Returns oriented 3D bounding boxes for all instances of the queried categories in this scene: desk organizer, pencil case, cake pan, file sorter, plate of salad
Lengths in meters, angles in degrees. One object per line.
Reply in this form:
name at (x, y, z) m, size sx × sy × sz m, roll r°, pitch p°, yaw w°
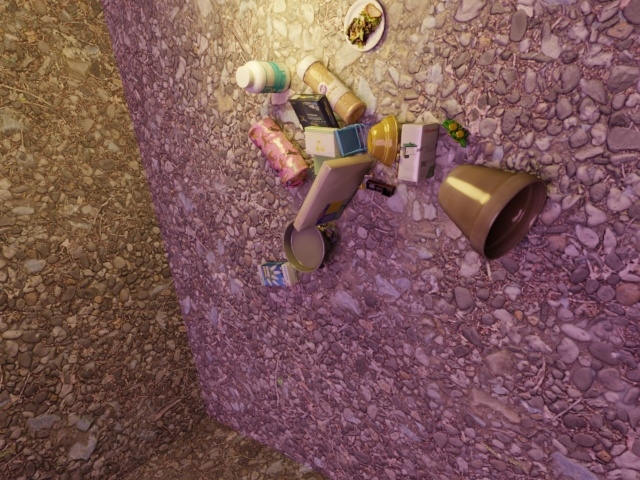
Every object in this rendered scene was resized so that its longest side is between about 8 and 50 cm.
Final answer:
desk organizer at (0.268, -0.238, 1.840) m, size 0.130 × 0.050 × 0.047 m, roll 19°, pitch 119°, yaw 18°
pencil case at (-0.216, -0.457, 2.118) m, size 0.386 × 0.167 × 0.160 m, roll 54°, pitch 164°, yaw 10°
cake pan at (-0.079, 0.025, 2.127) m, size 0.292 × 0.054 × 0.294 m, roll 10°, pitch 106°, yaw 39°
file sorter at (0.165, -0.450, 1.787) m, size 0.104 × 0.170 × 0.118 m, roll -11°, pitch 99°, yaw 40°
plate of salad at (0.175, -0.899, 1.689) m, size 0.199 × 0.048 × 0.200 m, roll 16°, pitch 117°, yaw 35°

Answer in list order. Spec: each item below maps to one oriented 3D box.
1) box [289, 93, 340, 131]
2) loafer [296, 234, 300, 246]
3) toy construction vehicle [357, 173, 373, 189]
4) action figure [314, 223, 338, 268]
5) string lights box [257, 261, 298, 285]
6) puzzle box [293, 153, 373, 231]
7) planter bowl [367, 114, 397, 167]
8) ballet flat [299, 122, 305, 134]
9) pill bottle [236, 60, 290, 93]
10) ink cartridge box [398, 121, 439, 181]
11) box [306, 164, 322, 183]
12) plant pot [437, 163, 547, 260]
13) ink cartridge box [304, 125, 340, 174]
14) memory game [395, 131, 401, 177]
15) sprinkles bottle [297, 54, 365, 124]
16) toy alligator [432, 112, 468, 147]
box at (-0.029, -0.586, 1.887) m, size 0.232 × 0.059 × 0.184 m, roll 26°, pitch 153°, yaw 48°
loafer at (-0.094, 0.045, 2.265) m, size 0.087 × 0.094 × 0.252 m, roll 12°, pitch 117°, yaw -1°
toy construction vehicle at (0.206, -0.278, 1.908) m, size 0.098 × 0.035 × 0.086 m, roll 14°, pitch 115°, yaw 36°
action figure at (0.000, 0.000, 2.153) m, size 0.185 × 0.099 × 0.286 m, roll 30°, pitch 120°, yaw 37°
string lights box at (-0.259, 0.201, 2.455) m, size 0.259 × 0.076 × 0.134 m, roll -5°, pitch 102°, yaw 41°
puzzle box at (0.051, -0.216, 1.876) m, size 0.052 × 0.271 × 0.409 m, roll 52°, pitch 137°, yaw 21°
planter bowl at (0.249, -0.414, 1.696) m, size 0.217 × 0.090 × 0.218 m, roll 178°, pitch 90°, yaw -84°
ballet flat at (-0.075, -0.552, 2.039) m, size 0.041 × 0.041 × 0.115 m, roll -31°, pitch 86°, yaw 43°
pill bottle at (-0.281, -0.791, 1.968) m, size 0.146 × 0.264 × 0.147 m, roll 16°, pitch 116°, yaw 36°
ink cartridge box at (0.395, -0.361, 1.632) m, size 0.092 × 0.160 × 0.220 m, roll 16°, pitch 115°, yaw 35°
box at (0.037, -0.319, 1.997) m, size 0.155 × 0.093 × 0.159 m, roll -31°, pitch 86°, yaw 43°
plant pot at (0.597, -0.135, 1.482) m, size 0.280 × 0.322 × 0.324 m, roll 43°, pitch 131°, yaw 41°
ink cartridge box at (0.014, -0.400, 1.867) m, size 0.171 × 0.056 × 0.235 m, roll 17°, pitch 122°, yaw 35°
memory game at (0.324, -0.357, 1.687) m, size 0.012 × 0.186 × 0.187 m, roll 5°, pitch 112°, yaw 10°
sprinkles bottle at (0.048, -0.681, 1.831) m, size 0.355 × 0.121 × 0.121 m, roll 48°, pitch 130°, yaw 15°
toy alligator at (0.517, -0.442, 1.576) m, size 0.051 × 0.056 × 0.190 m, roll -37°, pitch 76°, yaw 0°
